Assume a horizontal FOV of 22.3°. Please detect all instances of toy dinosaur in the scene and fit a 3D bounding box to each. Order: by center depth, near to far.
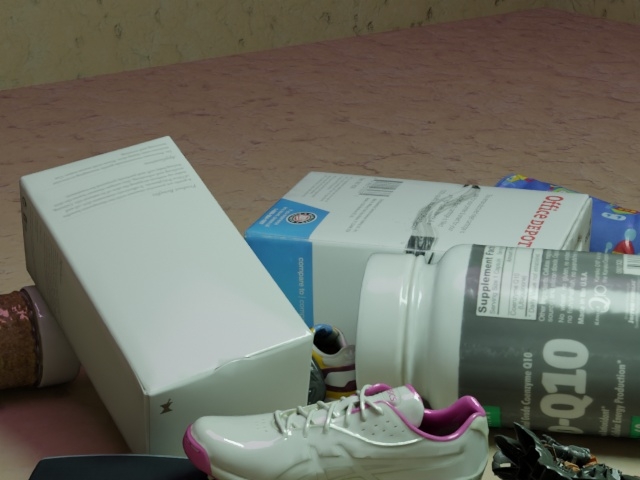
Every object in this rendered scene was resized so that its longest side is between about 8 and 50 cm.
[{"bbox_3d":[0.259,0.253,1.490,0.218,0.164,0.322,7,-9,-34],"label":"toy dinosaur"}]

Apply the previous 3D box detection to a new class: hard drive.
[{"bbox_3d":[-0.172,0.263,1.574,0.255,0.054,0.172,2,18,5],"label":"hard drive"}]

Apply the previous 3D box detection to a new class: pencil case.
[{"bbox_3d":[0.378,-0.010,2.307,0.306,0.119,0.133,17,40,41],"label":"pencil case"}]

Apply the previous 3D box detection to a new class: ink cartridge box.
[{"bbox_3d":[0.133,0.036,2.089,0.395,0.166,0.285,5,19,17],"label":"ink cartridge box"}]

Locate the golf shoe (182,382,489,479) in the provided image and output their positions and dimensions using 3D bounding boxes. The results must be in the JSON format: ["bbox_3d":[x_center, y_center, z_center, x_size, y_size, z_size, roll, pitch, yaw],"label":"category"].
[{"bbox_3d":[0.022,0.189,1.577,0.306,0.140,0.115,11,21,-18],"label":"golf shoe"}]

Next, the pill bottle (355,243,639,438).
[{"bbox_3d":[0.229,0.109,1.811,0.361,0.204,0.204,3,18,10],"label":"pill bottle"}]

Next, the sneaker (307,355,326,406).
[{"bbox_3d":[-0.091,0.129,1.923,0.271,0.100,0.108,25,1,37],"label":"sneaker"}]

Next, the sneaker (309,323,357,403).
[{"bbox_3d":[-0.008,0.131,1.932,0.069,0.084,0.185,-13,23,-34],"label":"sneaker"}]

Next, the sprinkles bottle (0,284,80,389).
[{"bbox_3d":[-0.459,0.132,1.864,0.355,0.121,0.121,-8,20,-24],"label":"sprinkles bottle"}]

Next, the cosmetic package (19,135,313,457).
[{"bbox_3d":[-0.176,0.065,1.786,0.197,0.155,0.365,-16,48,-22],"label":"cosmetic package"}]
